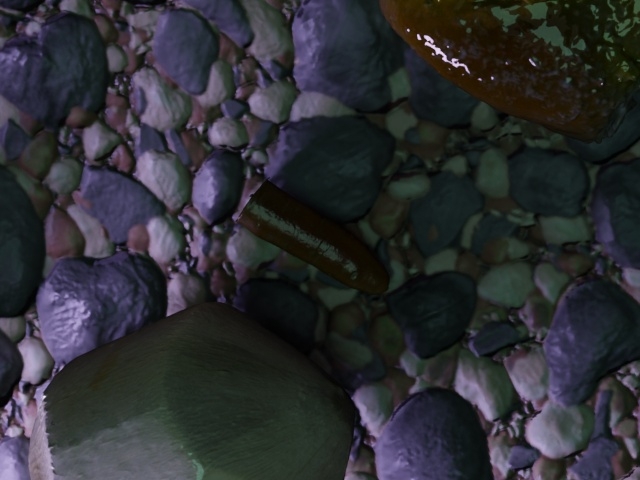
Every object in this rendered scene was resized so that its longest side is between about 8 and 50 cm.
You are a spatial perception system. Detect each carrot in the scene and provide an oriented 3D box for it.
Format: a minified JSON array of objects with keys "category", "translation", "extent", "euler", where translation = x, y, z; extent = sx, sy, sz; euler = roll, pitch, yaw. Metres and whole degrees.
[{"category":"carrot","translation":[0.000,0.000,1.470],"extent":[0.139,0.048,0.048],"euler":[30,111,-2]}]

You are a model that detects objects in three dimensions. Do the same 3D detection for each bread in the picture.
[{"category":"bread","translation":[0.177,-0.188,1.298],"extent":[0.246,0.176,0.195],"euler":[32,113,0]}]

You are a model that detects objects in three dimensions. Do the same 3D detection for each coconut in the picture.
[{"category":"coconut","translation":[-0.093,0.171,1.444],"extent":[0.265,0.237,0.237],"euler":[-18,103,17]}]
